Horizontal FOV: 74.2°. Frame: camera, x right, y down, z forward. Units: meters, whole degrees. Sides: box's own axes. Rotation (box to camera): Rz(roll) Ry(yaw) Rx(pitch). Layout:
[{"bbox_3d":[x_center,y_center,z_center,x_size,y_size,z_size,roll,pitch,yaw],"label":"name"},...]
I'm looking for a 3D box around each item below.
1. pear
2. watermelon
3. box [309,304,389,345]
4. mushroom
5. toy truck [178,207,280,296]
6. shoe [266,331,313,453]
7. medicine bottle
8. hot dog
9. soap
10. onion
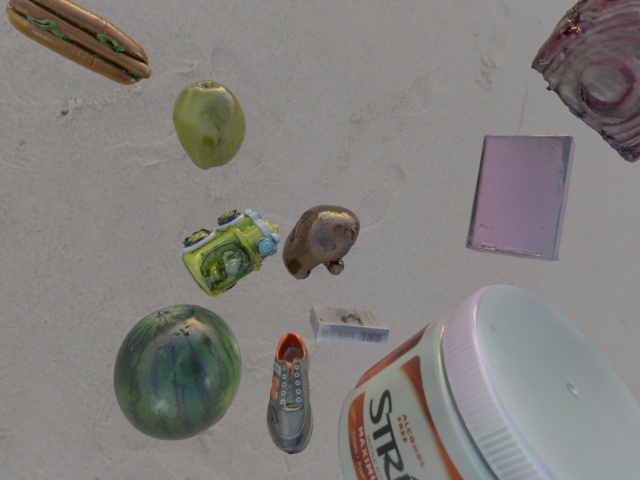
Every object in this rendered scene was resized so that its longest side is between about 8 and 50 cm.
[{"bbox_3d":[-0.394,-0.407,1.513,0.253,0.253,0.307,-20,125,-35],"label":"pear"},{"bbox_3d":[-0.382,0.352,1.154,0.363,0.363,0.363,9,72,-31],"label":"watermelon"},{"bbox_3d":[0.089,0.274,1.375,0.233,0.149,0.067,7,100,-10],"label":"box"},{"bbox_3d":[-0.011,-0.007,1.048,0.138,0.231,0.194,29,38,-32],"label":"mushroom"},{"bbox_3d":[-0.093,0.012,0.469,0.111,0.077,0.076,-34,113,-18],"label":"toy truck"},{"bbox_3d":[-0.050,0.234,0.678,0.074,0.077,0.194,-3,38,1],"label":"shoe"},{"bbox_3d":[0.180,0.213,0.475,0.252,0.241,0.252,24,39,-21],"label":"medicine bottle"},{"bbox_3d":[-0.441,-0.379,0.799,0.249,0.068,0.100,17,105,-48],"label":"hot dog"},{"bbox_3d":[0.430,-0.095,0.915,0.081,0.181,0.259,14,85,-56],"label":"soap"},{"bbox_3d":[0.440,-0.256,0.558,0.272,0.230,0.256,25,43,-8],"label":"onion"}]
